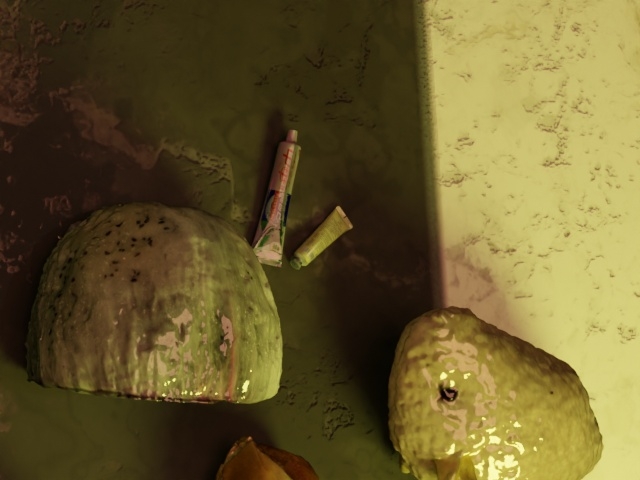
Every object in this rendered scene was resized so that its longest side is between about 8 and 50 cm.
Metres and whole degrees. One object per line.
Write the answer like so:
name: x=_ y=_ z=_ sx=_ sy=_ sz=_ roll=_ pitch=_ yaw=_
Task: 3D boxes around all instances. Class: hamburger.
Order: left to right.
hamburger: x=-0.048 y=0.367 z=1.631 sx=0.144 sy=0.157 sz=0.283 roll=-6 pitch=91 yaw=-30

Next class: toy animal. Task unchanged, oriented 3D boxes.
toy animal: x=0.214 y=0.231 z=1.775 sx=0.358 sy=0.188 sz=0.226 roll=28 pitch=83 yaw=-26

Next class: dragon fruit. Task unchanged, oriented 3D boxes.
dragon fruit: x=-0.164 y=0.067 z=1.563 sx=0.283 sy=0.204 sz=0.221 roll=7 pitch=81 yaw=-30

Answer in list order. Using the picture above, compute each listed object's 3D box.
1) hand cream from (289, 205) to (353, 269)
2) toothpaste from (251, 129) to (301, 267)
hand cream: x=0.000 y=0.000 z=1.768 sx=0.102 sy=0.022 sz=0.035 roll=-45 pitch=107 yaw=-31
toothpaste: x=-0.052 y=-0.054 z=1.738 sx=0.045 sy=0.028 sz=0.169 roll=15 pitch=82 yaw=-21
